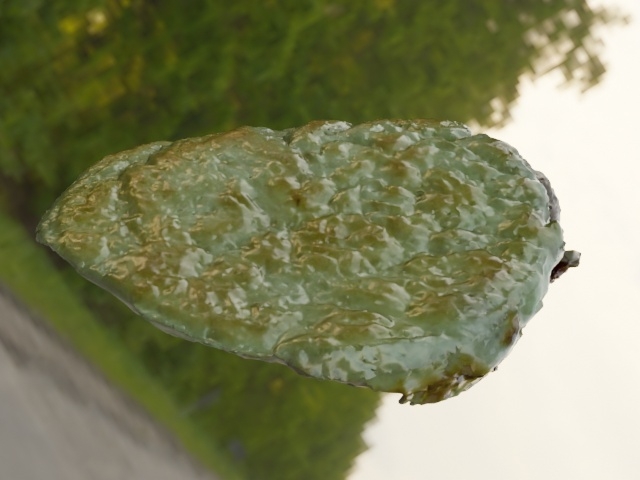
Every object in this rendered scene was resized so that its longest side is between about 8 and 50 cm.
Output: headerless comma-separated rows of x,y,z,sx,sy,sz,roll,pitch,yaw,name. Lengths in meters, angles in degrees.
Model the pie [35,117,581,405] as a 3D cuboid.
-0.005,0.003,1.058,0.257,0.274,0.105,-55,154,-60,pie
